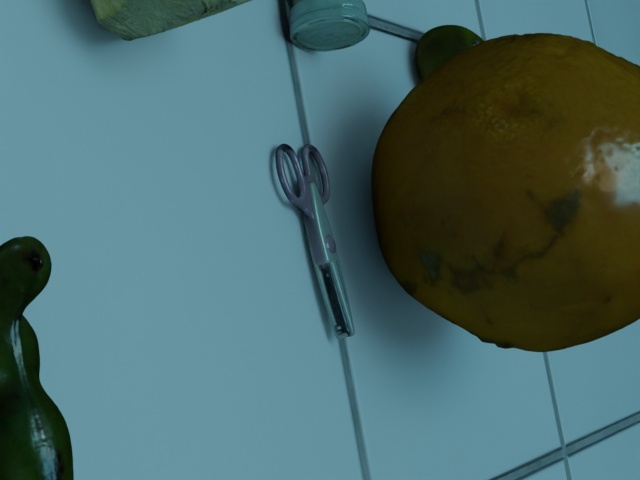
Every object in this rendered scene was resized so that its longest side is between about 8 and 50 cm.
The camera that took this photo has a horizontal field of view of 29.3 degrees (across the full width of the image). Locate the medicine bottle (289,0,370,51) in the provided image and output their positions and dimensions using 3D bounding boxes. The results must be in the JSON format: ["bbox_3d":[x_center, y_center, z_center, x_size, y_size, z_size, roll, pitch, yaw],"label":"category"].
[{"bbox_3d":[-0.002,-0.289,1.139,0.074,0.074,0.218,20,60,-56],"label":"medicine bottle"}]

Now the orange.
[{"bbox_3d":[0.199,-0.045,1.141,0.312,0.312,0.312,31,53,-52],"label":"orange"}]

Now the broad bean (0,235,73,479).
[{"bbox_3d":[-0.170,0.104,0.698,0.048,0.070,0.213,-5,92,-43],"label":"broad bean"}]

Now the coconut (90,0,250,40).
[{"bbox_3d":[-0.109,-0.228,0.859,0.147,0.147,0.152,-37,114,-58],"label":"coconut"}]

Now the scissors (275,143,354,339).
[{"bbox_3d":[0.000,0.000,1.070,0.085,0.022,0.176,-6,81,-63],"label":"scissors"}]

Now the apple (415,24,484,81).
[{"bbox_3d":[0.146,-0.196,1.352,0.089,0.074,0.089,33,37,-29],"label":"apple"}]
